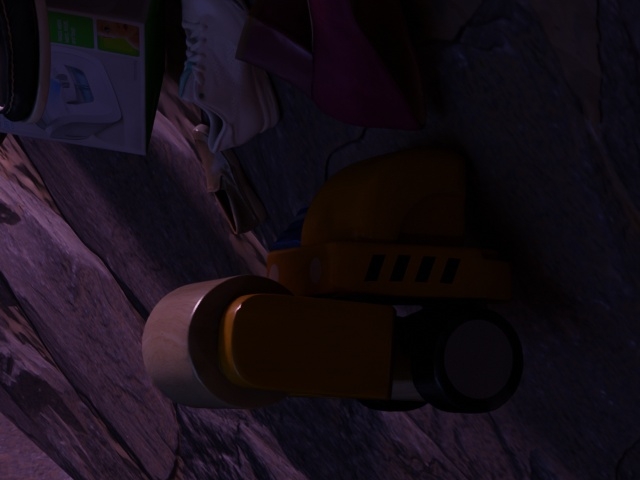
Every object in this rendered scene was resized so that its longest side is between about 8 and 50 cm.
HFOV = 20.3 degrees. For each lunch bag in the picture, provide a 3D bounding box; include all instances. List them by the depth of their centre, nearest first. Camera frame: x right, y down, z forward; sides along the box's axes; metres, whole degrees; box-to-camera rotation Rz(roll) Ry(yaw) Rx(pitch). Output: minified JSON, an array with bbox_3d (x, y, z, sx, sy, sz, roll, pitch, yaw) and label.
[{"bbox_3d":[0.000,0.000,1.898,0.067,0.065,0.098,44,160,-17],"label":"lunch bag"}]

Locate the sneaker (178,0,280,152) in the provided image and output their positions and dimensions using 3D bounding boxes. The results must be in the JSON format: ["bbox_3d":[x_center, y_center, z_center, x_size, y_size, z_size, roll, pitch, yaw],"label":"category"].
[{"bbox_3d":[-0.112,-0.183,1.817,0.080,0.094,0.212,28,146,51],"label":"sneaker"}]

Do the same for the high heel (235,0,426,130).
[{"bbox_3d":[0.054,-0.230,1.454,0.181,0.127,0.377,24,151,-1],"label":"high heel"}]

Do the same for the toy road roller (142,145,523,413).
[{"bbox_3d":[0.016,0.034,1.613,0.202,0.330,0.240,169,104,-65],"label":"toy road roller"}]

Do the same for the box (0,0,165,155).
[{"bbox_3d":[-0.288,-0.227,1.926,0.231,0.126,0.262,9,151,-1],"label":"box"}]

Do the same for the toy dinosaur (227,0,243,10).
[{"bbox_3d":[-0.218,-0.295,1.702,0.314,0.160,0.121,-6,163,22],"label":"toy dinosaur"}]

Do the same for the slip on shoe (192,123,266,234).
[{"bbox_3d":[-0.114,-0.069,2.056,0.135,0.041,0.051,60,158,-14],"label":"slip on shoe"}]

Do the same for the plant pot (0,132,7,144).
[{"bbox_3d":[-0.471,-0.222,2.344,0.229,0.263,0.263,-10,115,45],"label":"plant pot"}]

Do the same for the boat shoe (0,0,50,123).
[{"bbox_3d":[-0.342,-0.273,1.698,0.127,0.113,0.340,-4,95,57],"label":"boat shoe"}]
